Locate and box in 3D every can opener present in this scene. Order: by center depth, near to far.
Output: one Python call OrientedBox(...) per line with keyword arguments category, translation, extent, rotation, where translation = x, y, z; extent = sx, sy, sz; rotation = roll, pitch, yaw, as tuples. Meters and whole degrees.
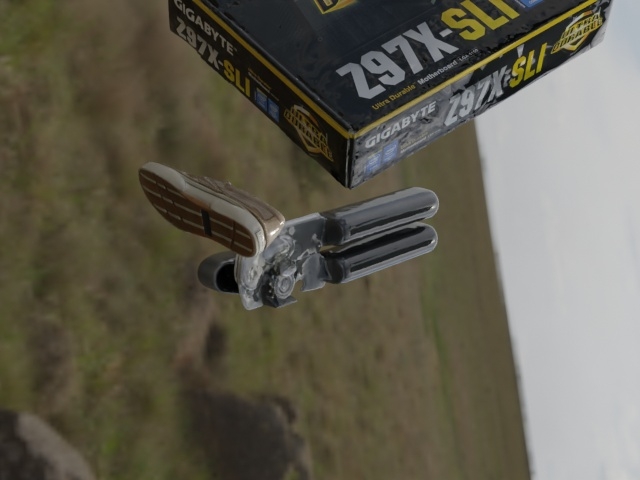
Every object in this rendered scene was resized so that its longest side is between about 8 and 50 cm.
OrientedBox(category="can opener", translation=(0.000, 0.000, 1.507), extent=(0.283, 0.095, 0.076), rotation=(-18, 114, -48))

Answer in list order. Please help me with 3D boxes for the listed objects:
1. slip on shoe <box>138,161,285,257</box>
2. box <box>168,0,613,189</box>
OrientedBox(category="slip on shoe", translation=(-0.088, -0.031, 1.243), extent=(0.041, 0.135, 0.051), rotation=(-39, 139, -35))
OrientedBox(category="box", translation=(0.065, -0.211, 1.395), extent=(0.257, 0.322, 0.079), rotation=(45, -29, 28))
